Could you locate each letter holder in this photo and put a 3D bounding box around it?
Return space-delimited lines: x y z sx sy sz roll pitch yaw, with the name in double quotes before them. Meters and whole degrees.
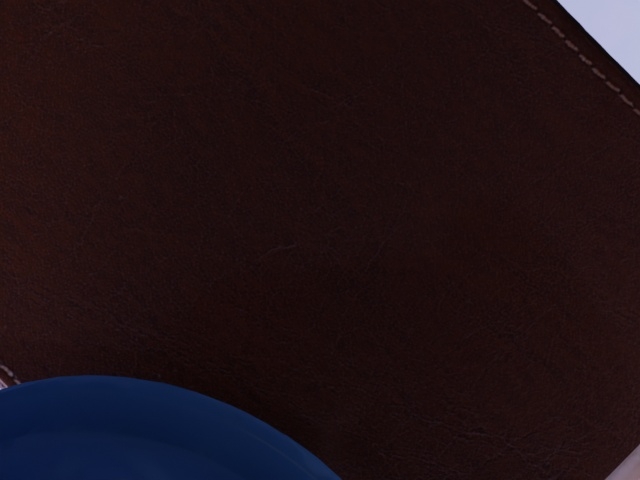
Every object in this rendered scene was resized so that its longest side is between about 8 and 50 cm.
"letter holder" 0.000 0.000 0.683 0.302 0.152 0.214 43 -92 -10

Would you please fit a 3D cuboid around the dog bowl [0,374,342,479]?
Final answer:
"dog bowl" -0.010 0.164 0.532 0.297 0.074 0.166 40 -138 16

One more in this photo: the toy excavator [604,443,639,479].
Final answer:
"toy excavator" -0.063 0.188 0.349 0.222 0.445 0.433 50 -171 17
